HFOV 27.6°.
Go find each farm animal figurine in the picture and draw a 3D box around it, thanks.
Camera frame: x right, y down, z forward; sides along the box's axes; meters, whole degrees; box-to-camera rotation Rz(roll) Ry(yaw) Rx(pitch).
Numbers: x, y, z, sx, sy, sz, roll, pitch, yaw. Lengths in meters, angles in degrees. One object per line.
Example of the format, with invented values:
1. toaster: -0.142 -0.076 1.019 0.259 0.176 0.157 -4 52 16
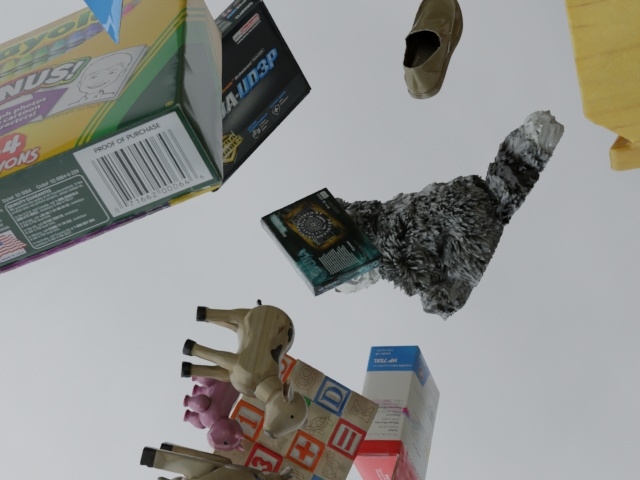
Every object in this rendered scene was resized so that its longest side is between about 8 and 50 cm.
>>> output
1. farm animal figurine: -0.091 0.251 1.414 0.172 0.330 0.327 11 -168 5

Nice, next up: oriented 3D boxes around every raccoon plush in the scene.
1. raccoon plush: 0.166 -0.082 2.195 0.299 0.446 0.216 29 -173 -3

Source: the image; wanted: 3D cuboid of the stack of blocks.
1. stack of blocks: -0.067 0.307 1.674 0.171 0.087 0.297 29 -117 -6

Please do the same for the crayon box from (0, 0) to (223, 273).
1. crayon box: -0.282 -0.113 1.336 0.313 0.362 0.106 -97 -16 -54

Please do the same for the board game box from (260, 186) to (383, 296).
1. board game box: 0.000 0.000 2.076 0.186 0.126 0.026 52 160 40

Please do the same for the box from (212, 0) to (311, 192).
1. box: -0.129 -0.204 1.809 0.220 0.051 0.175 -48 -47 -19

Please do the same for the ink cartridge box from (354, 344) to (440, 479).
1. ink cartridge box: 0.105 0.282 1.870 0.134 0.078 0.231 64 -148 -45

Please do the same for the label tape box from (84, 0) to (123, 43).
1. label tape box: -0.264 -0.325 0.966 0.105 0.241 0.334 -23 -118 -27

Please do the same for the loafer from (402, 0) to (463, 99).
1. loafer: 0.128 -0.233 1.497 0.050 0.056 0.148 57 -141 -54

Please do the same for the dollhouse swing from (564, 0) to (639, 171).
1. dollhouse swing: 0.401 -0.314 1.318 0.305 0.315 0.347 -80 -23 -55
